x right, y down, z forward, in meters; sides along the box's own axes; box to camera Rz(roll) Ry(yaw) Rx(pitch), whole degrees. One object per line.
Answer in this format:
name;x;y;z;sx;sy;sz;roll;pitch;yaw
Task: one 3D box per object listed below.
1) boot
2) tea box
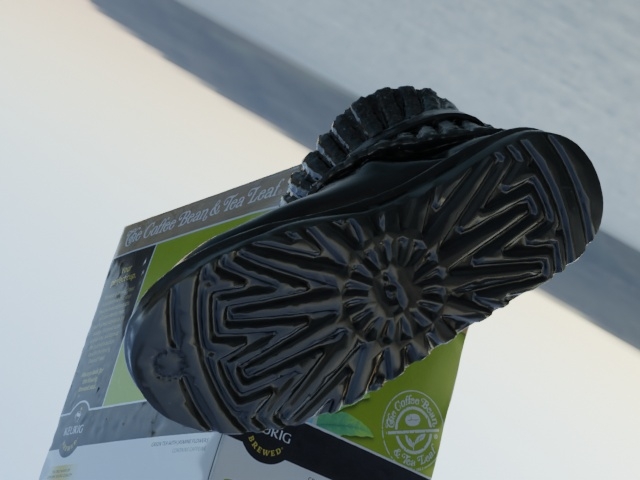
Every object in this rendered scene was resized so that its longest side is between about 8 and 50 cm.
boot;0.002;0.003;1.114;0.260;0.348;0.131;30;139;65
tea box;-0.064;0.141;1.426;0.220;0.323;0.329;27;158;-28
